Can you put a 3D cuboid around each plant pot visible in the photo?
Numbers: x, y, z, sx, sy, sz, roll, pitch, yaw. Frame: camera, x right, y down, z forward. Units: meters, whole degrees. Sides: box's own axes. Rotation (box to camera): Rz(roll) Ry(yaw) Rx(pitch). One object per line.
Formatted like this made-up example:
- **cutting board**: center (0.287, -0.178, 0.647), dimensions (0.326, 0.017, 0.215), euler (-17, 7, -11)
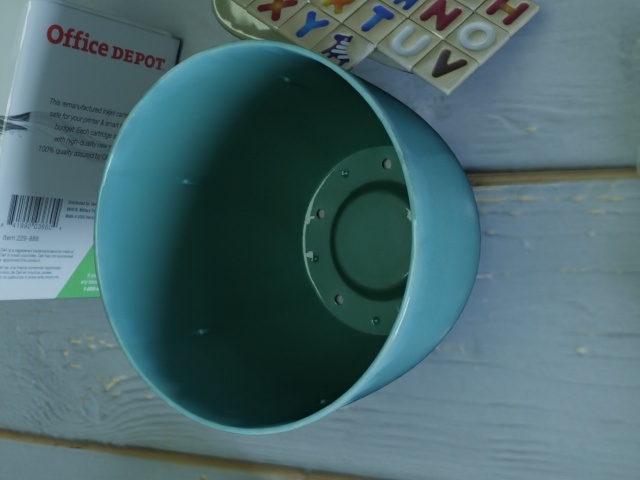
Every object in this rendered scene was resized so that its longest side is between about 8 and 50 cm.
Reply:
- **plant pot**: center (0.000, 0.000, 0.858), dimensions (0.293, 0.235, 0.293), euler (-1, 88, 31)

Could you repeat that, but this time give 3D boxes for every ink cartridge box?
- **ink cartridge box**: center (-0.277, -0.094, 1.043), dimensions (0.121, 0.211, 0.289), euler (17, 97, 32)

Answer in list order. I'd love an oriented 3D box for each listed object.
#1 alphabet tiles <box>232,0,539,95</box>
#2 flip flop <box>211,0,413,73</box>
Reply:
- **alphabet tiles**: center (0.059, -0.222, 0.888), dimensions (0.237, 0.009, 0.198), euler (38, 71, 26)
- **flip flop**: center (0.010, -0.218, 0.945), dimensions (0.277, 0.080, 0.112), euler (22, 101, 29)
